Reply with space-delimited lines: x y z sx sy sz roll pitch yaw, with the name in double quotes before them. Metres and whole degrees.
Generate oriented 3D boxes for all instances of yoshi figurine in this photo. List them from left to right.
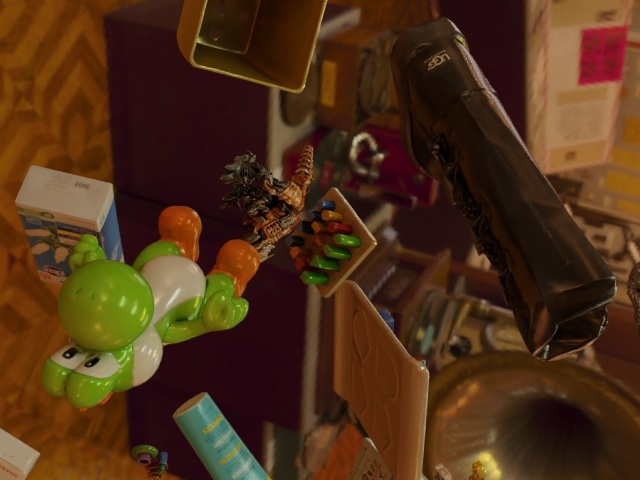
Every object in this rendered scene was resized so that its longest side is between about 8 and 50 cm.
"yoshi figurine" -0.215 0.063 1.186 0.203 0.203 0.362 64 31 -15

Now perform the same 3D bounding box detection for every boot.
"boot" 0.254 -0.038 1.279 0.146 0.445 0.367 -31 149 6

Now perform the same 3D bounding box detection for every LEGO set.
"LEGO set" 0.335 0.538 2.006 0.087 0.227 0.093 -21 124 -19

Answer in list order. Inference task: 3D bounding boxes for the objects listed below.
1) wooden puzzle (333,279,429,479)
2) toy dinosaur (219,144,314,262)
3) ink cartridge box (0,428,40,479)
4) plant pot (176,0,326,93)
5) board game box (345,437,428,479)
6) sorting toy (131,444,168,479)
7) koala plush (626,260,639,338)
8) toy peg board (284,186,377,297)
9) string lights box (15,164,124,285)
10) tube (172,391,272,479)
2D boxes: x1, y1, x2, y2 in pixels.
"wooden puzzle" 0.135 0.289 1.947 0.080 0.348 0.322 -13 122 -21
"toy dinosaur" -0.112 -0.091 2.145 0.322 0.218 0.164 -51 165 -49
"ink cartridge box" -0.480 0.339 1.363 0.122 0.088 0.052 -52 -172 26
"plant pot" -0.136 -0.388 1.596 0.212 0.187 0.212 10 101 -31
"board game box" 0.160 0.610 2.037 0.097 0.303 0.224 14 107 -36
"sorting toy" -0.332 0.443 1.839 0.102 0.061 0.042 62 20 -47
"koala plush" 0.674 0.078 1.628 0.196 0.221 0.203 15 51 -32
"toy peg board" 0.000 0.000 1.841 0.079 0.161 0.161 10 128 -51
"string lights box" -0.406 -0.010 1.537 0.260 0.133 0.077 101 2 -59
"tube" -0.111 0.292 1.191 0.080 0.052 0.207 -39 100 -36
